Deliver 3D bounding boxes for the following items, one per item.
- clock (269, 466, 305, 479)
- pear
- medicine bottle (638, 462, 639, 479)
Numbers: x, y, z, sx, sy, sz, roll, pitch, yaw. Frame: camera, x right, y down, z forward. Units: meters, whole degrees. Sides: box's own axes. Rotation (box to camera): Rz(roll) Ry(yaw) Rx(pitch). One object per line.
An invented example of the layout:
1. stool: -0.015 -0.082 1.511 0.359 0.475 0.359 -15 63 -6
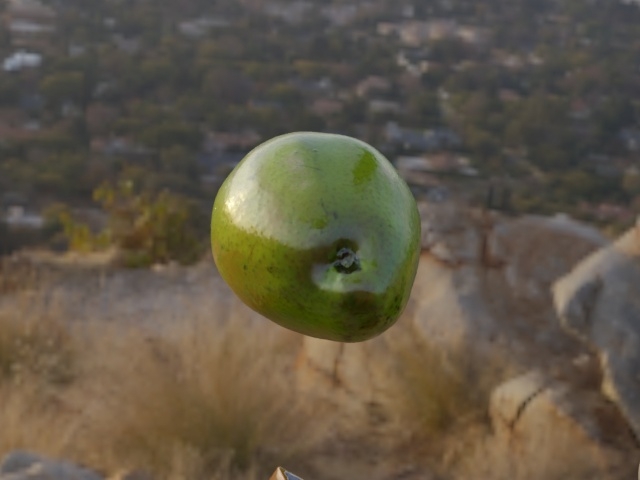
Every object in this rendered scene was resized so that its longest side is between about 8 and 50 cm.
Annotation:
1. clock: 0.012 0.289 1.051 0.309 0.166 0.235 38 9 29
2. pear: 0.000 0.000 1.345 0.188 0.187 0.219 1 25 -10
3. medicine bottle: 0.514 0.304 1.616 0.123 0.282 0.375 -8 53 -49
